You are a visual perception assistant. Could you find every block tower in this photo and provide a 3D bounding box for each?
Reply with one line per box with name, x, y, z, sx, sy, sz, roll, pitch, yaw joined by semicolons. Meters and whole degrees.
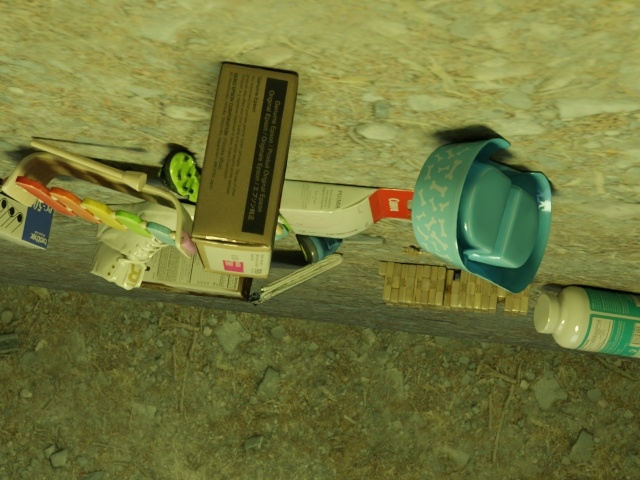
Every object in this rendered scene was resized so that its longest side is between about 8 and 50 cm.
block tower;0.302;0.113;1.894;0.336;0.097;0.091;6;168;13

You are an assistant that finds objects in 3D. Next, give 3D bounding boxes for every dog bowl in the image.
dog bowl;0.212;-0.031;1.071;0.074;0.165;0.297;13;174;36

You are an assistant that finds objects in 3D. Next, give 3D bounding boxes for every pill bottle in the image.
pill bottle;0.634;0.184;1.914;0.264;0.146;0.146;9;169;-7

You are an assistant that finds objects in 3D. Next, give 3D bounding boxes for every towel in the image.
towel;-0.065;0.094;1.969;0.209;0.034;0.285;-25;177;-13

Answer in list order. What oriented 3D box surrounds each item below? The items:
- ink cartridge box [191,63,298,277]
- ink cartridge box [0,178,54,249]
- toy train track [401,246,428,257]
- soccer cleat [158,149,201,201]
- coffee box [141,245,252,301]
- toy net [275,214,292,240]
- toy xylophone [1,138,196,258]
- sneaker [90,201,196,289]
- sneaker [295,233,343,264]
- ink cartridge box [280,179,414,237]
ink cartridge box;-0.086;-0.068;0.960;0.088;0.193;0.234;8;169;-4
ink cartridge box;-0.597;-0.051;1.611;0.046;0.097;0.207;4;168;14
toy train track;0.207;0.020;1.694;0.083;0.014;0.048;-3;159;18
soccer cleat;-0.217;-0.097;1.254;0.072;0.060;0.179;18;171;8
coffee box;-0.312;0.063;1.952;0.297;0.118;0.168;7;169;2
toy net;-0.106;-0.057;1.437;0.122;0.045;0.232;34;166;3
toy xylophone;-0.350;-0.068;1.319;0.323;0.081;0.236;16;169;13
sneaker;-0.330;0.015;1.601;0.293;0.169;0.108;-4;163;39
sneaker;0.000;0.000;1.555;0.082;0.069;0.209;-21;-179;-1
ink cartridge box;0.058;-0.042;1.364;0.232;0.066;0.189;10;169;9
